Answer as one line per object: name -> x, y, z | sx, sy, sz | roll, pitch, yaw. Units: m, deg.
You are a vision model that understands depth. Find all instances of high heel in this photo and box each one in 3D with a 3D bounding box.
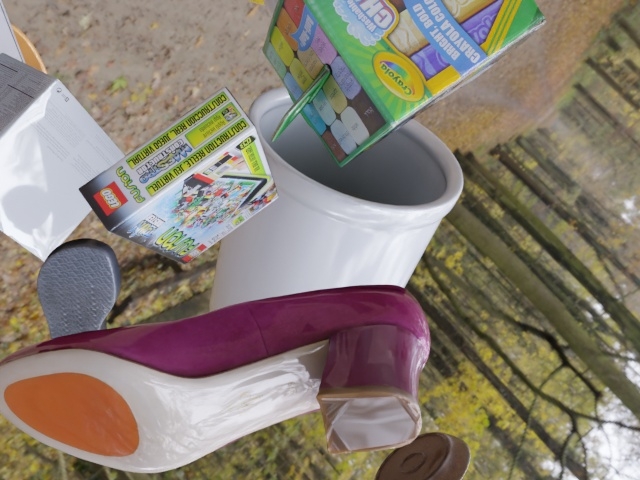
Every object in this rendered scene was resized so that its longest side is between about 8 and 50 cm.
high heel -> -0.092, 0.105, 0.548 | 0.181, 0.377, 0.127 | -73, 164, -64

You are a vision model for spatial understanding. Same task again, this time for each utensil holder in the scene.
utensil holder -> 0.000, 0.000, 0.979 | 0.327, 0.327, 0.386 | -35, 153, -49

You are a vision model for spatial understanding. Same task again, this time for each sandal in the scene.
sandal -> -0.314, 0.084, 0.790 | 0.055, 0.097, 0.255 | -82, -167, -48

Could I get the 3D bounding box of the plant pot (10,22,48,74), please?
plant pot -> -0.721, -0.295, 1.251 | 0.203, 0.291, 0.291 | -5, 176, 6

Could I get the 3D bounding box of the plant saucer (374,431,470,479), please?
plant saucer -> 0.144, 0.342, 0.902 | 0.168, 0.029, 0.168 | -32, -173, 4

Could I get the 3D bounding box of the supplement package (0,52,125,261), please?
supplement package -> -0.434, -0.119, 0.881 | 0.203, 0.149, 0.194 | -54, 149, -16

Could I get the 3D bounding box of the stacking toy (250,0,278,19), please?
stacking toy -> -0.102, -0.529, 1.043 | 0.350, 0.480, 0.351 | -16, 152, -8

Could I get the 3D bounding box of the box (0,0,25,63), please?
box -> -0.550, -0.293, 0.912 | 0.290, 0.087, 0.169 | 94, 9, -48

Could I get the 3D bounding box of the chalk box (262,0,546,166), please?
chalk box -> 0.056, -0.212, 0.667 | 0.289, 0.179, 0.180 | -35, -177, -17

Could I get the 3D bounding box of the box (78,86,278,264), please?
box -> -0.094, -0.037, 0.473 | 0.114, 0.036, 0.207 | -37, 174, -4
